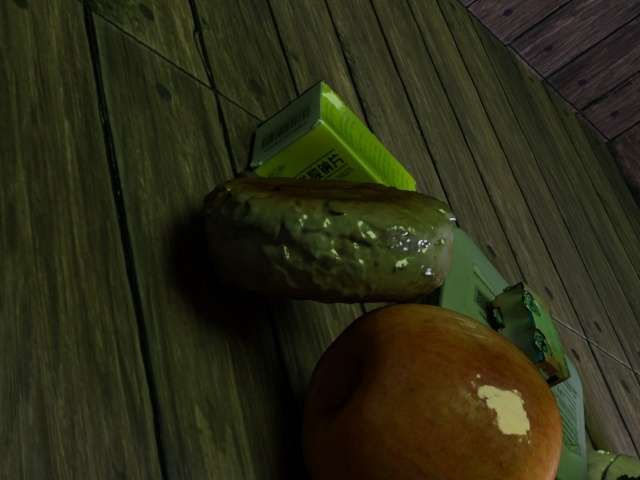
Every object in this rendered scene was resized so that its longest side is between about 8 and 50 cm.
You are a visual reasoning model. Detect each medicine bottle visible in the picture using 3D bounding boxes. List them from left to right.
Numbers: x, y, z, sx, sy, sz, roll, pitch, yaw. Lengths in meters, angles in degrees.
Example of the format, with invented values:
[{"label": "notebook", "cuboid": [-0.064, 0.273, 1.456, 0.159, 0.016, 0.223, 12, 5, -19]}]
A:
[{"label": "medicine bottle", "cuboid": [0.024, -0.093, 1.714, 0.250, 0.137, 0.141, 45, 25, -26]}]

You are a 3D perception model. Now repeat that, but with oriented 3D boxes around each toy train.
[{"label": "toy train", "cuboid": [0.326, 0.151, 1.784, 0.099, 0.072, 0.188, 36, 32, -34]}]

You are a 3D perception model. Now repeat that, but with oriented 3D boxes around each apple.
[{"label": "apple", "cuboid": [0.117, 0.221, 1.300, 0.275, 0.299, 0.299, 36, 26, -8]}]

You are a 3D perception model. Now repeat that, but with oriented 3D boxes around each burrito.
[{"label": "burrito", "cuboid": [0.483, 0.470, 1.894, 0.143, 0.105, 0.299, 25, 29, -7]}]

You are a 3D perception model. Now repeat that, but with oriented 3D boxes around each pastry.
[{"label": "pastry", "cuboid": [0.000, 0.000, 1.381, 0.329, 0.329, 0.136, -19, 115, -66]}]

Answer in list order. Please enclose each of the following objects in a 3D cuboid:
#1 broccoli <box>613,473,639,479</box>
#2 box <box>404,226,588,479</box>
[{"label": "broccoli", "cuboid": [0.516, 0.429, 1.678, 0.308, 0.275, 0.308, -10, 90, -66]}, {"label": "box", "cuboid": [0.286, 0.208, 1.859, 0.396, 0.111, 0.396, 49, 24, -14]}]
